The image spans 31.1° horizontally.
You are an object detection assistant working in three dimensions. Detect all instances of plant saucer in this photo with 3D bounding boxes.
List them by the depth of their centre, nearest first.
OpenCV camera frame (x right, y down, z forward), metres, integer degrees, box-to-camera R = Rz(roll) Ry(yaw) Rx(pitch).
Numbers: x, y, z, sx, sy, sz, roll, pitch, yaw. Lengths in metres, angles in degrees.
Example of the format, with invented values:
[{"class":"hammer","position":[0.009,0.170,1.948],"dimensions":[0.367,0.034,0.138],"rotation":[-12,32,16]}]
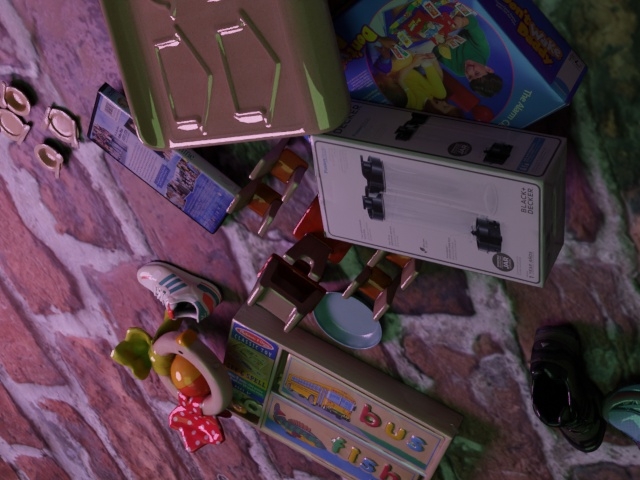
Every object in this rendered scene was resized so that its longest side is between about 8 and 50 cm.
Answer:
[{"class":"plant saucer","position":[0.045,0.119,1.784],"dimensions":[0.119,0.021,0.119],"rotation":[19,138,18]}]

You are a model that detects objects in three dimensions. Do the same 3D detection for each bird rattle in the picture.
[{"class":"bird rattle","position":[-0.228,0.239,1.943],"dimensions":[0.207,0.143,0.253],"rotation":[-24,96,55]}]

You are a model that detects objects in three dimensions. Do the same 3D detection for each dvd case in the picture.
[{"class":"dvd case","position":[-0.237,-0.117,1.716],"dimensions":[0.253,0.022,0.180],"rotation":[38,157,-3]}]

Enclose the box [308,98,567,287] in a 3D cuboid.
[{"class":"box","position":[0.140,-0.061,1.369],"dimensions":[0.290,0.087,0.169],"rotation":[12,136,24]}]

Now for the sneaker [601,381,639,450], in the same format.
[{"class":"sneaker","position":[0.497,0.289,1.553],"dimensions":[0.262,0.125,0.104],"rotation":[28,139,9]}]

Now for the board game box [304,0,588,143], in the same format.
[{"class":"board game box","position":[0.110,-0.198,1.386],"dimensions":[0.233,0.078,0.347],"rotation":[47,139,-13]}]

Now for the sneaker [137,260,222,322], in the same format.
[{"class":"sneaker","position":[-0.248,0.089,1.918],"dimensions":[0.161,0.075,0.057],"rotation":[19,137,18]}]

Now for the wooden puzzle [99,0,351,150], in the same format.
[{"class":"wooden puzzle","position":[-0.122,-0.280,1.400],"dimensions":[0.348,0.080,0.322],"rotation":[-3,107,42]}]

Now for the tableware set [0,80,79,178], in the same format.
[{"class":"tableware set","position":[-0.460,-0.182,1.846],"dimensions":[0.169,0.020,0.141],"rotation":[33,140,3]}]

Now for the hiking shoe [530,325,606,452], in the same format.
[{"class":"hiking shoe","position":[0.336,0.232,1.618],"dimensions":[0.086,0.114,0.227],"rotation":[-3,127,37]}]

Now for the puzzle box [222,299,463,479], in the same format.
[{"class":"puzzle box","position":[0.019,0.287,1.944],"dimensions":[0.409,0.052,0.272],"rotation":[27,139,10]}]

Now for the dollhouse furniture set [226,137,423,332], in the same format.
[{"class":"dollhouse furniture set","position":[0.000,0.000,1.649],"dimensions":[0.262,0.135,0.259],"rotation":[36,129,-1]}]
